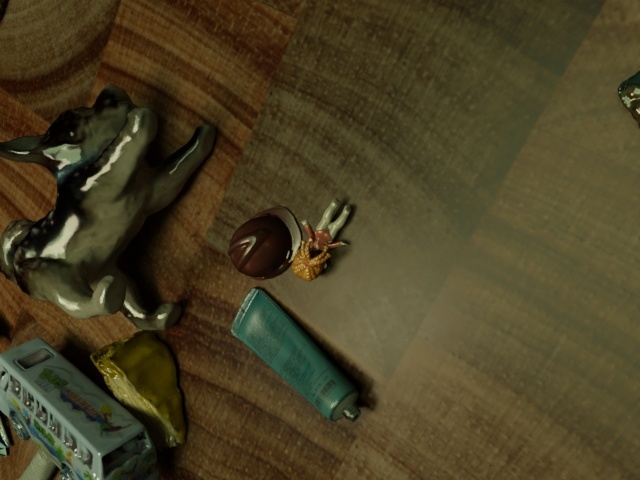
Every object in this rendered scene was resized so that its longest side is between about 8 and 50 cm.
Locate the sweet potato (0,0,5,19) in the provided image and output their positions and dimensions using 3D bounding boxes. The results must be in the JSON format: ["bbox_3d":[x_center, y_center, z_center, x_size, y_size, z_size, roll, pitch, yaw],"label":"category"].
[{"bbox_3d":[-0.632,-0.410,1.072,0.153,0.038,0.041,-30,100,26],"label":"sweet potato"}]

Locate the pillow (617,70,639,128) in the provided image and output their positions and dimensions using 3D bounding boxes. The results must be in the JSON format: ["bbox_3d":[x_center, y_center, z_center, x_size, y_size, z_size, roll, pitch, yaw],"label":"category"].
[{"bbox_3d":[0.396,-0.077,0.475,0.189,0.034,0.255,-29,77,28],"label":"pillow"}]

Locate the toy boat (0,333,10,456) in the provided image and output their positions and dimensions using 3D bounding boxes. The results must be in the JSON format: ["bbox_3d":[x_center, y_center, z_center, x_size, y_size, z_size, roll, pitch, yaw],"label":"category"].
[{"bbox_3d":[-0.658,0.281,1.116,0.221,0.067,0.290,-20,93,30],"label":"toy boat"}]

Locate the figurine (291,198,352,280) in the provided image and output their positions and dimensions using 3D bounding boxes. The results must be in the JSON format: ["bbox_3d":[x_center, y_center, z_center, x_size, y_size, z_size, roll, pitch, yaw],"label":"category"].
[{"bbox_3d":[0.000,0.000,0.709,0.064,0.047,0.109,30,101,2],"label":"figurine"}]

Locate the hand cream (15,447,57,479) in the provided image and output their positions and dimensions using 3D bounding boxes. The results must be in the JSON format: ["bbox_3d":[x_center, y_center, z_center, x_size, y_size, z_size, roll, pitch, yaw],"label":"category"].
[{"bbox_3d":[-0.499,0.407,1.026,0.067,0.042,0.194,44,118,13],"label":"hand cream"}]

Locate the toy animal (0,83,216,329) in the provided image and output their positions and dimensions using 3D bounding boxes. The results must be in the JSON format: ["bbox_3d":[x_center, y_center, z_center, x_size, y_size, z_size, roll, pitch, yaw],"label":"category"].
[{"bbox_3d":[-0.342,-0.057,0.824,0.303,0.194,0.343,16,95,24],"label":"toy animal"}]

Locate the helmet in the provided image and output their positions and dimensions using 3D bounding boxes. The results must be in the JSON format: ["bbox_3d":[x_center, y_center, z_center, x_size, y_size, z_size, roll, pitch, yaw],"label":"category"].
[{"bbox_3d":[-0.085,0.005,0.750,0.111,0.057,0.089,-42,69,25],"label":"helmet"}]

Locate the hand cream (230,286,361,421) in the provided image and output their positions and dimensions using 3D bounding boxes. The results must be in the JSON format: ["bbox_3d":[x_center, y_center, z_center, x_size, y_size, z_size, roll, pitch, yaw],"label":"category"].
[{"bbox_3d":[-0.034,0.154,0.740,0.224,0.048,0.083,39,110,30],"label":"hand cream"}]

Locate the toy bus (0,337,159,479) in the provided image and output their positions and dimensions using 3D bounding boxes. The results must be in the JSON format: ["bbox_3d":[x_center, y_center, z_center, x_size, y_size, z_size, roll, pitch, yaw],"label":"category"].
[{"bbox_3d":[-0.390,0.274,0.886,0.330,0.109,0.135,23,124,33],"label":"toy bus"}]

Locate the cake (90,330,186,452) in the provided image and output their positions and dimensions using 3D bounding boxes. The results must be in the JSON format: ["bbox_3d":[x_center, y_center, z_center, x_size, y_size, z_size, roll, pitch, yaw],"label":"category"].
[{"bbox_3d":[-0.263,0.227,0.837,0.080,0.116,0.184,-4,86,33],"label":"cake"}]
